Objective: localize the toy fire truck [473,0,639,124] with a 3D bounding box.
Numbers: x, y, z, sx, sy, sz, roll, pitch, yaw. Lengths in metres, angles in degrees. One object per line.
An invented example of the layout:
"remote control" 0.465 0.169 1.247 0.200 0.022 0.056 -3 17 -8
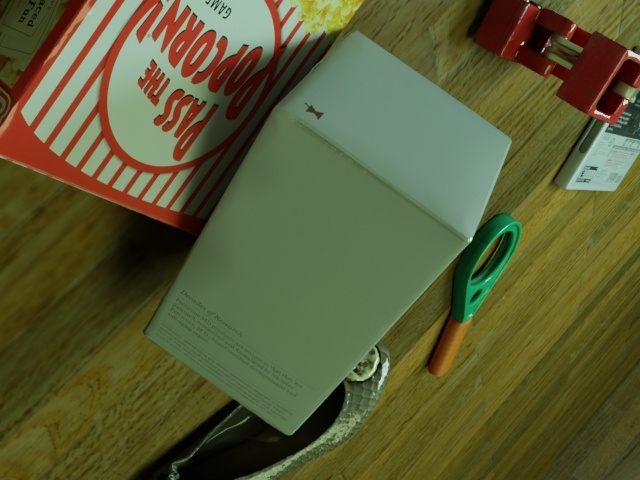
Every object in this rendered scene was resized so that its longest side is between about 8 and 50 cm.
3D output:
"toy fire truck" 0.188 -0.133 0.603 0.192 0.135 0.047 -4 127 -54

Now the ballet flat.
"ballet flat" -0.041 0.151 0.667 0.250 0.084 0.058 -34 149 -19

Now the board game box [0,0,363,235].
"board game box" -0.054 -0.106 0.372 0.193 0.045 0.147 -54 152 5

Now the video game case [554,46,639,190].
"video game case" 0.364 -0.137 0.982 0.190 0.022 0.173 -3 126 -54

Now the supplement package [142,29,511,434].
"supplement package" 0.000 0.000 0.438 0.179 0.105 0.105 -54 -179 40

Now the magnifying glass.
"magnifying glass" 0.168 0.067 0.934 0.092 0.026 0.231 -24 140 -42
